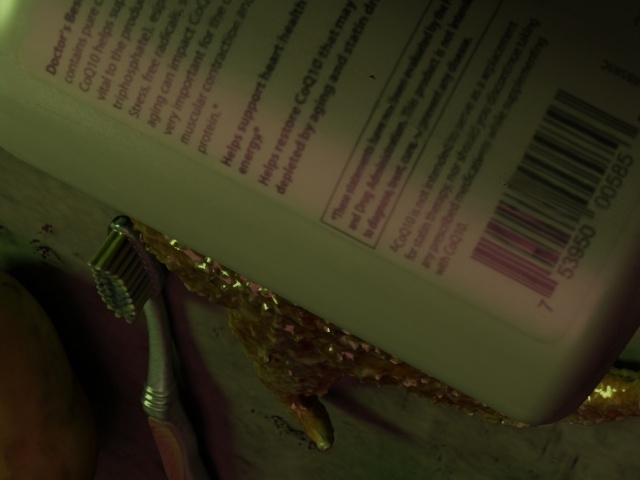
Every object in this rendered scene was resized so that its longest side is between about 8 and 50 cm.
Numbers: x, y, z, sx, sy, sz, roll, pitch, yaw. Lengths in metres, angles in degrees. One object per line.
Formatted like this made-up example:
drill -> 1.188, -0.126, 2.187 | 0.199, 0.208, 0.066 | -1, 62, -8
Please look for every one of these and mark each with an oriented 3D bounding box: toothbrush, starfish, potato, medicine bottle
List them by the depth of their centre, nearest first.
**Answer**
medicine bottle -> -0.012, -0.068, 0.618 | 0.289, 0.157, 0.157 | 28, 147, 4
starfish -> -0.002, 0.003, 0.794 | 0.302, 0.060, 0.299 | 41, 148, -14
toothbrush -> -0.080, 0.109, 1.018 | 0.028, 0.037, 0.375 | 20, 148, 20
potato -> -0.204, 0.099, 1.027 | 0.161, 0.128, 0.234 | 1, 135, 13
